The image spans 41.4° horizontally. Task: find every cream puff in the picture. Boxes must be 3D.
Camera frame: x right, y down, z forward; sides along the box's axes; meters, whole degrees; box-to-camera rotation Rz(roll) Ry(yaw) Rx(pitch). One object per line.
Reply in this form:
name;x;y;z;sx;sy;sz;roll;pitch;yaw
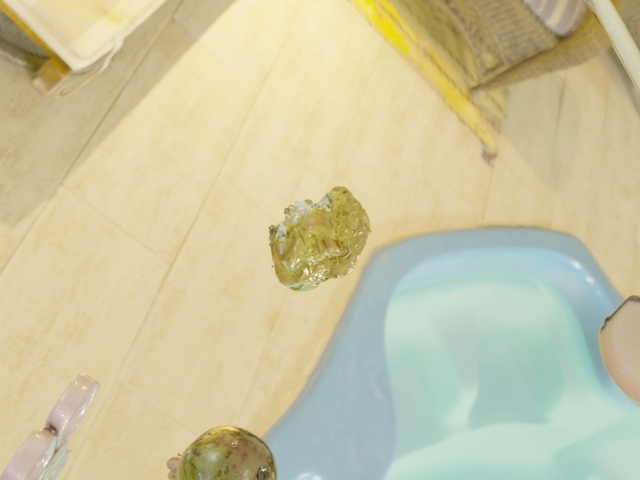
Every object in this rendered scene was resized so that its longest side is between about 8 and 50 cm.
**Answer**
cream puff;0.001;0.000;1.169;0.156;0.156;0.121;-33;103;-47

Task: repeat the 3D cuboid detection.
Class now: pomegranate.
pomegranate;-0.169;0.414;1.447;0.179;0.210;0.179;15;57;-25

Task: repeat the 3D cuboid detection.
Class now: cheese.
cheese;0.284;0.097;0.615;0.048;0.171;0.092;16;99;-47

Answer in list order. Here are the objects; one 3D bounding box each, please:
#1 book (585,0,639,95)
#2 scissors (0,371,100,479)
book;0.228;-0.098;0.587;0.168;0.013;0.192;58;22;-5
scissors;-0.250;0.202;0.765;0.031;0.242;0.118;32;54;1
